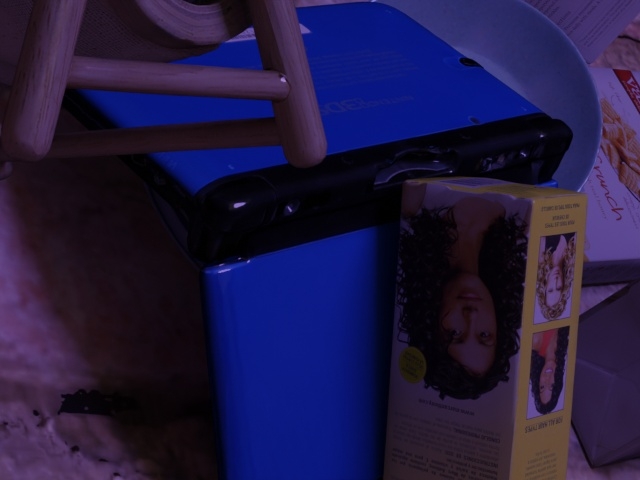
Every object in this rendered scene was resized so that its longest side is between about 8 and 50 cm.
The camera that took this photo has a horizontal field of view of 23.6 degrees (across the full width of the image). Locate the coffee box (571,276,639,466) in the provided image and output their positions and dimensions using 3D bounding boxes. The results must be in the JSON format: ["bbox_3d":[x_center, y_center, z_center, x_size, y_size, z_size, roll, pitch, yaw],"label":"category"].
[{"bbox_3d":[0.291,0.075,1.074,0.246,0.141,0.098,0,62,-46],"label":"coffee box"}]

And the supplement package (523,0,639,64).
[{"bbox_3d":[0.155,-0.312,1.154,0.262,0.199,0.198,26,45,-16],"label":"supplement package"}]

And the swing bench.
[{"bbox_3d":[-0.140,-0.155,0.663,0.165,0.253,0.255,-2,92,-46],"label":"swing bench"}]

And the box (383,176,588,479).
[{"bbox_3d":[0.084,0.086,0.810,0.058,0.087,0.232,-7,102,-48],"label":"box"}]

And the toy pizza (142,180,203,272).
[{"bbox_3d":[-0.030,-0.037,0.921,0.201,0.032,0.201,21,54,-31],"label":"toy pizza"}]

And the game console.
[{"bbox_3d":[0.000,0.000,0.882,0.293,0.173,0.250,-14,44,-45],"label":"game console"}]

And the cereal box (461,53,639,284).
[{"bbox_3d":[0.198,-0.053,1.149,0.240,0.047,0.173,-4,63,-45],"label":"cereal box"}]

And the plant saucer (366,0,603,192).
[{"bbox_3d":[0.092,-0.085,1.035,0.194,0.037,0.195,3,67,-8],"label":"plant saucer"}]
